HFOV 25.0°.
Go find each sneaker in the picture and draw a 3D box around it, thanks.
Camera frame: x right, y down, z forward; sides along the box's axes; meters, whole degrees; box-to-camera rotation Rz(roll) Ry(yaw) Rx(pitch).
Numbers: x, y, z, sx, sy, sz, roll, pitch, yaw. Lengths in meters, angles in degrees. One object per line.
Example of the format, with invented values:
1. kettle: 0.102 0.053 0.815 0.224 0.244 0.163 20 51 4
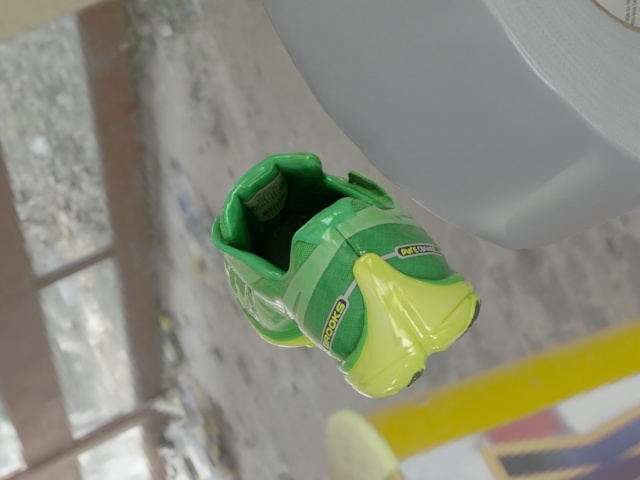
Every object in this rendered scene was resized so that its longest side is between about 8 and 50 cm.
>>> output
1. sneaker: 0.000 0.000 0.827 0.123 0.109 0.295 54 169 -14

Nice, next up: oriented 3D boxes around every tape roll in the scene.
1. tape roll: 0.067 -0.110 0.511 0.072 0.219 0.219 -26 90 38
